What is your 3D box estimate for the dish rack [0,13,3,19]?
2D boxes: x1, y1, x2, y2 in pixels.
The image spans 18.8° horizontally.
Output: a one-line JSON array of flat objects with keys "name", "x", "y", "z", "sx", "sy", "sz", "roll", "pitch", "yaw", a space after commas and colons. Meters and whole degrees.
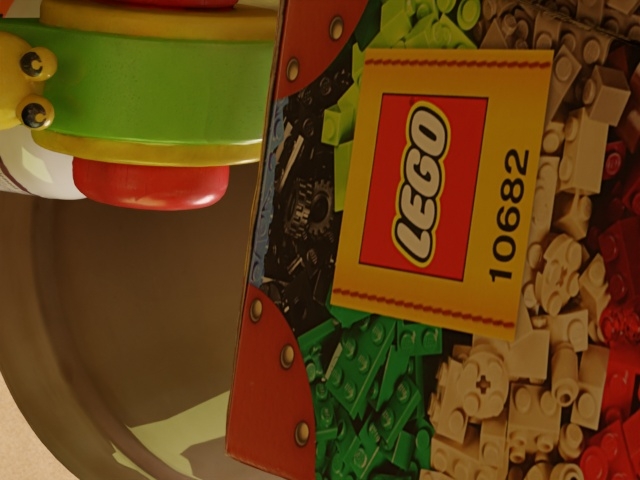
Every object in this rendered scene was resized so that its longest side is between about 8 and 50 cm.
[{"name": "dish rack", "x": -0.275, "y": -0.123, "z": 0.803, "sx": 0.208, "sy": 0.074, "sz": 0.271, "roll": 10, "pitch": -176, "yaw": 34}]

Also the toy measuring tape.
[{"name": "toy measuring tape", "x": -0.029, "y": -0.077, "z": 0.887, "sx": 0.121, "sy": 0.121, "sz": 0.330, "roll": 9, "pitch": -169, "yaw": 40}]

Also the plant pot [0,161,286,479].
[{"name": "plant pot", "x": 0.000, "y": 0.000, "z": 1.190, "sx": 0.323, "sy": 0.323, "sz": 0.280, "roll": 6, "pitch": 165, "yaw": -43}]

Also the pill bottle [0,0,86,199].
[{"name": "pill bottle", "x": -0.162, "y": -0.085, "z": 1.014, "sx": 0.221, "sy": 0.121, "sz": 0.121, "roll": 8, "pitch": -179, "yaw": 31}]

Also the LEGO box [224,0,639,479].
[{"name": "LEGO box", "x": 0.282, "y": 0.020, "z": 0.617, "sx": 0.500, "sy": 0.193, "sz": 0.372, "roll": 7, "pitch": -179, "yaw": -32}]
